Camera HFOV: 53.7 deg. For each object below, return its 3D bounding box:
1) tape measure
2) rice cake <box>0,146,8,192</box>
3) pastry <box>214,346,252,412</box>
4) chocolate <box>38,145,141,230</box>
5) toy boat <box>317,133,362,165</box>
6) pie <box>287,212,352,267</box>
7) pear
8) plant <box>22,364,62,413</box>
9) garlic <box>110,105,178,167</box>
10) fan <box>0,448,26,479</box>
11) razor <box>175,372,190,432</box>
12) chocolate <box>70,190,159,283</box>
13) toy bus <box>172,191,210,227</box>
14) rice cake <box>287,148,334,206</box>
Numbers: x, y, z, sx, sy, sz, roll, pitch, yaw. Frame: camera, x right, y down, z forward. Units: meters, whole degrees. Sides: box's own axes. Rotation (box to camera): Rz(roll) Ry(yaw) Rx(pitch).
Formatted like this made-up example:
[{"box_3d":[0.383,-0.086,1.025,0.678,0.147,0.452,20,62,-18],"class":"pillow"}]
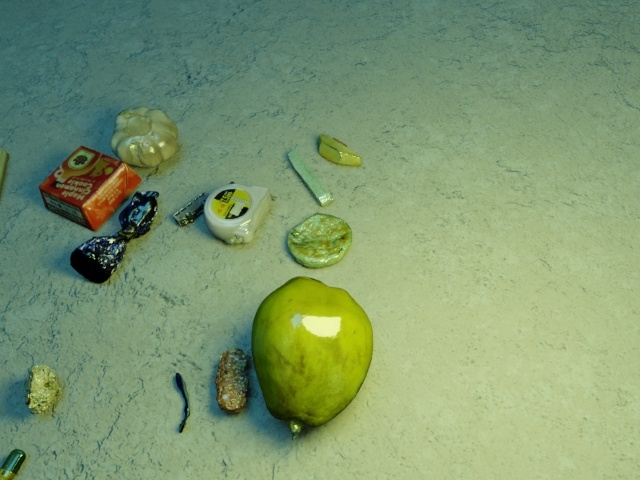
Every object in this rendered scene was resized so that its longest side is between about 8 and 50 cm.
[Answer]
[{"box_3d":[-0.249,-0.082,1.853,0.178,0.105,0.196,20,60,15],"class":"tape measure"},{"box_3d":[-1.098,-0.219,2.136,0.052,0.057,0.256,-23,50,14],"class":"rice cake"},{"box_3d":[-0.214,0.345,1.542,0.087,0.063,0.170,1,48,0],"class":"pastry"},{"box_3d":[-0.736,-0.175,2.004,0.237,0.108,0.235,23,62,24],"class":"chocolate"},{"box_3d":[0.056,-0.280,1.973,0.172,0.065,0.066,35,46,28],"class":"toy boat"},{"box_3d":[0.000,0.000,1.778,0.186,0.041,0.187,-5,51,6],"class":"pie"},{"box_3d":[-0.025,0.264,1.445,0.287,0.287,0.376,6,71,14],"class":"pear"},{"box_3d":[-0.721,0.378,1.589,0.121,0.105,0.117,-20,25,25],"class":"plant"},{"box_3d":[-0.571,-0.331,2.065,0.227,0.152,0.228,3,59,-6],"class":"garlic"},{"box_3d":[-0.741,0.564,1.477,0.082,0.039,0.155,11,54,18],"class":"fan"},{"box_3d":[-0.336,0.391,1.547,0.028,0.044,0.155,5,44,-24],"class":"razor"},{"box_3d":[-0.576,-0.028,1.869,0.148,0.126,0.343,-16,30,47],"class":"chocolate"},{"box_3d":[-0.385,-0.094,1.924,0.130,0.037,0.052,-40,52,-18],"class":"toy bus"},{"box_3d":[-0.034,-0.192,1.932,0.045,0.042,0.245,-28,54,-8],"class":"rice cake"}]
